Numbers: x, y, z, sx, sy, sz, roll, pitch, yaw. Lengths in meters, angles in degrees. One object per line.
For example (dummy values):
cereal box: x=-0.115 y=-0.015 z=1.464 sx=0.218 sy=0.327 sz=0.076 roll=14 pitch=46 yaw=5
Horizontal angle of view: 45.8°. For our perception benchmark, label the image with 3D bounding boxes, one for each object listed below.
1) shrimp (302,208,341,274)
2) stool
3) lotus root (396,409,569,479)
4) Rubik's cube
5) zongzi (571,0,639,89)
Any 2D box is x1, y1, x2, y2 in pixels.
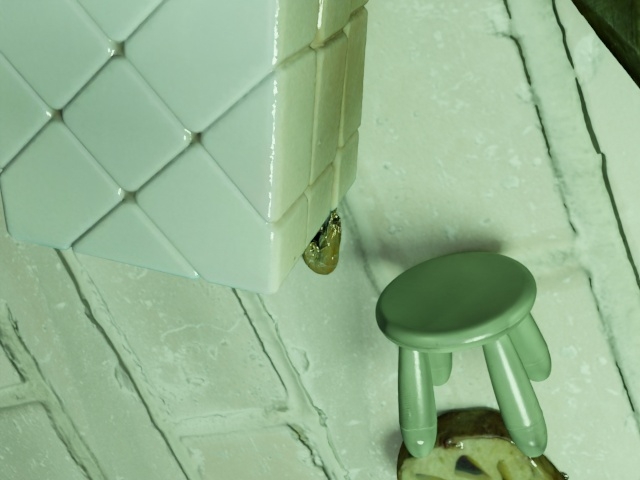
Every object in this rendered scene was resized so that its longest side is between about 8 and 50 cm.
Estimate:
shrimp: x=0.000 y=0.000 z=1.043 sx=0.059 sy=0.023 sz=0.108 roll=18 pitch=121 yaw=21
stool: x=0.182 y=0.141 z=0.953 sx=0.195 sy=0.195 sz=0.198 roll=-5 pitch=119 yaw=22
lotus root: x=0.238 y=0.328 z=1.099 sx=0.261 sy=0.074 sz=0.170 roll=-2 pitch=113 yaw=20
Rubik's cube: x=-0.136 y=-0.171 z=0.831 sx=0.322 sy=0.316 sz=0.318 roll=11 pitch=119 yaw=13
zongzi: x=0.283 y=-0.182 z=0.590 sx=0.432 sy=0.403 sz=0.207 roll=22 pitch=136 yaw=-6
